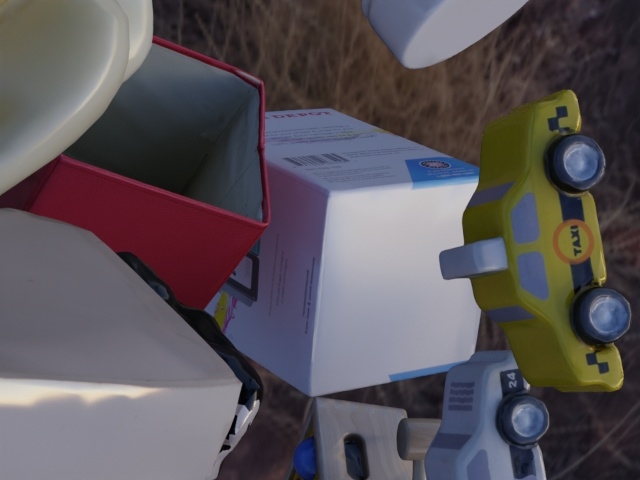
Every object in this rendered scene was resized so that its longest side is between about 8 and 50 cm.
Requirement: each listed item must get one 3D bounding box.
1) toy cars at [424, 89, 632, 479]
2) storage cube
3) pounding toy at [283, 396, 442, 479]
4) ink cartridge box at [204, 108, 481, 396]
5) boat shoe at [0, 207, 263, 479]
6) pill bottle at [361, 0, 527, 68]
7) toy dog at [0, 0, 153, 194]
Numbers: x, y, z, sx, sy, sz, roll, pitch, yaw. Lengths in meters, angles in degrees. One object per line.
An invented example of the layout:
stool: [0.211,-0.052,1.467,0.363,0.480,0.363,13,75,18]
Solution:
toy cars: [0.115,0.090,1.118,0.087,0.394,0.176,-8,38,-17]
storage cube: [-0.173,-0.048,1.463,0.215,0.193,0.184,18,43,-23]
pounding toy: [0.029,0.211,1.391,0.094,0.206,0.181,9,40,-13]
ink cartridge box: [0.000,0.000,1.648,0.198,0.270,0.197,-7,111,-34]
boat shoe: [-0.168,0.068,0.336,0.127,0.340,0.158,40,111,43]
pill bottle: [0.014,-0.168,0.707,0.112,0.112,0.187,-32,78,-15]
toy dog: [-0.194,-0.086,0.422,0.395,0.408,0.284,-33,88,-44]
